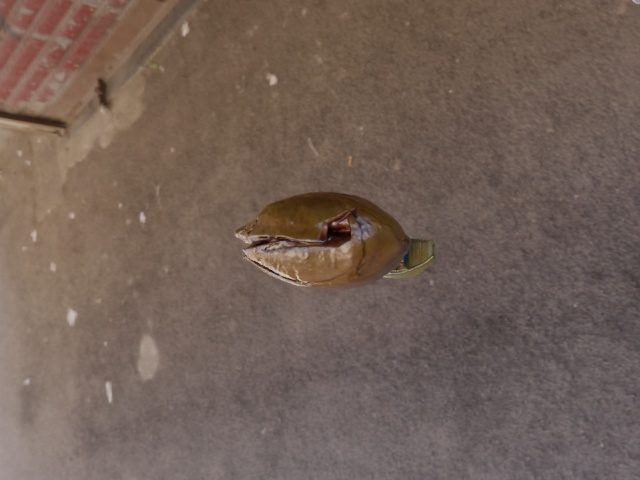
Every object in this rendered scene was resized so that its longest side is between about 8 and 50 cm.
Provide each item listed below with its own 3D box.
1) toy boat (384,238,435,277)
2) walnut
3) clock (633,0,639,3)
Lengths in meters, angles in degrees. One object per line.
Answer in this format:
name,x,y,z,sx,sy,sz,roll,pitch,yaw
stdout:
toy boat,0.107,0.026,1.128,0.172,0.066,0.065,-6,59,26
walnut,0.000,0.000,0.924,0.245,0.137,0.137,2,88,19
clock,0.449,-0.289,0.760,0.176,0.117,0.080,-31,36,26
